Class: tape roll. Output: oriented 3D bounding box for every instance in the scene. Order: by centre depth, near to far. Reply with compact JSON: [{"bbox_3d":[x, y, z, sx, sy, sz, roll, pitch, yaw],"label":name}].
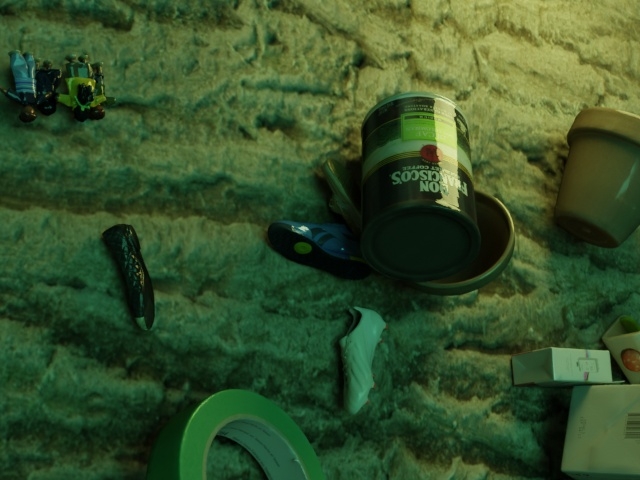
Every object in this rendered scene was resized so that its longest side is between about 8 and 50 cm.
[{"bbox_3d":[-0.112,0.384,1.434,0.321,0.077,0.321,37,37,-34],"label":"tape roll"}]

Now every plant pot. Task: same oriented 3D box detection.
[{"bbox_3d":[0.241,0.022,1.776,0.237,0.237,0.110,-56,149,-29],"label":"plant pot"},{"bbox_3d":[0.606,-0.113,2.004,0.263,0.263,0.229,33,80,-21],"label":"plant pot"}]

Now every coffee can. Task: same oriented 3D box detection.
[{"bbox_3d":[0.169,-0.095,1.688,0.201,0.201,0.275,24,45,-25],"label":"coffee can"}]

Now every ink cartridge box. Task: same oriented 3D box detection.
[{"bbox_3d":[0.489,0.253,1.895,0.198,0.115,0.067,8,73,-31],"label":"ink cartridge box"}]

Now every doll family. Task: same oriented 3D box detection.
[{"bbox_3d":[-0.407,-0.231,1.496,0.193,0.076,0.111,-2,83,-27],"label":"doll family"}]

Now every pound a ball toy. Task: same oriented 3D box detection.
[{"bbox_3d":[0.725,0.260,1.984,0.136,0.208,0.319,-40,100,-33],"label":"pound a ball toy"}]

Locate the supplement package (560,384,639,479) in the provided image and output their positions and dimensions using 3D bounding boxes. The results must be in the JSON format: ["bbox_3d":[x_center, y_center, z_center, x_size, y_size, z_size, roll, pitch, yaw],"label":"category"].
[{"bbox_3d":[0.625,0.413,1.863,0.293,0.175,0.177,35,59,-36],"label":"supplement package"}]

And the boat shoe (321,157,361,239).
[{"bbox_3d":[0.045,-0.068,1.736,0.170,0.059,0.063,56,30,-11],"label":"boat shoe"}]

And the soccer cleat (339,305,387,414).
[{"bbox_3d":[0.060,0.207,1.676,0.076,0.068,0.196,27,58,-18],"label":"soccer cleat"}]

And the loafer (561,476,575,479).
[{"bbox_3d":[0.525,0.562,1.849,0.087,0.094,0.251,-33,94,-33],"label":"loafer"}]

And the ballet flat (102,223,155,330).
[{"bbox_3d":[-0.296,0.058,1.509,0.049,0.057,0.173,-17,84,7],"label":"ballet flat"}]

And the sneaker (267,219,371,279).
[{"bbox_3d":[0.000,0.000,1.695,0.209,0.069,0.082,21,49,-23],"label":"sneaker"}]
